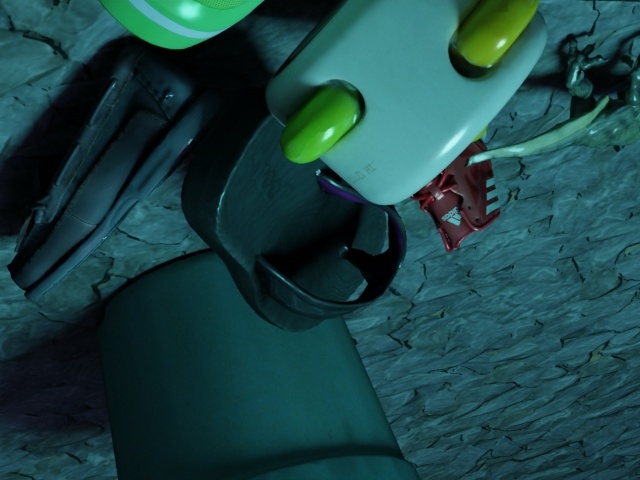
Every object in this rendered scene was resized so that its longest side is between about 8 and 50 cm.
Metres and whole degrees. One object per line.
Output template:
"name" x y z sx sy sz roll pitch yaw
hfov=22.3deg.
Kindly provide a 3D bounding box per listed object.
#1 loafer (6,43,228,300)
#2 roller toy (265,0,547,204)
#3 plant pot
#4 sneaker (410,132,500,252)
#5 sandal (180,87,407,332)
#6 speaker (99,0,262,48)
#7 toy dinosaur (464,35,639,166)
"loafer" -0.190 -0.058 1.363 0.302 0.095 0.109 -40 -171 42
"roller toy" 0.070 -0.130 1.212 0.209 0.146 0.191 -47 -173 12
"plant pot" -0.071 0.206 1.667 0.341 0.334 0.341 -14 155 -7
"sneaker" 0.098 -0.064 1.468 0.221 0.128 0.087 9 143 -46
"sandal" -0.002 0.002 1.437 0.167 0.107 0.446 -61 161 -3
"speaker" -0.023 -0.246 1.024 0.131 0.131 0.296 10 143 -46
"toy dinosaur" 0.258 -0.127 1.498 0.268 0.064 0.118 -12 137 -35
